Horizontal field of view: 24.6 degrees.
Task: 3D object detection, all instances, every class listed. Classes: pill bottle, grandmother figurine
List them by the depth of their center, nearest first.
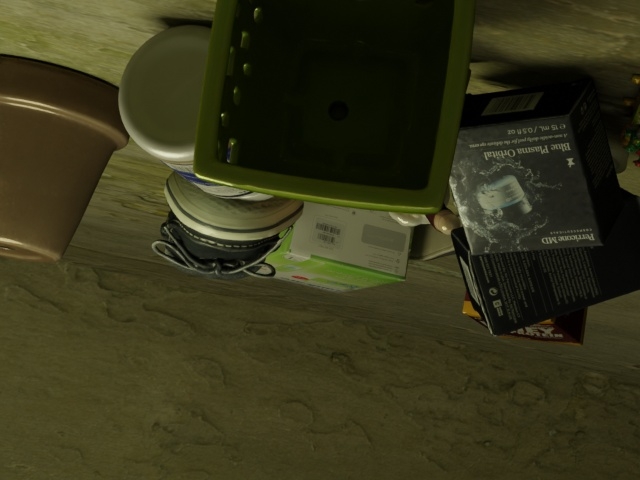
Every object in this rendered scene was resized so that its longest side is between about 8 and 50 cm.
[{"bbox_3d":[-0.115,-0.134,1.679,0.153,0.153,0.264,7,170,16],"label":"pill bottle"},{"bbox_3d":[0.104,-0.082,1.878,0.208,0.104,0.342,52,-173,13],"label":"grandmother figurine"}]

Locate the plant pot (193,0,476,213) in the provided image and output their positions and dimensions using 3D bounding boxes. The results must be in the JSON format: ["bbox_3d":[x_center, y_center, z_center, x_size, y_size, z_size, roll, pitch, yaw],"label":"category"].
[{"bbox_3d":[0.020,-0.138,1.364,0.228,0.227,0.207,9,176,5],"label":"plant pot"}]

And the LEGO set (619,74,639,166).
[{"bbox_3d":[0.373,-0.106,1.498,0.132,0.107,0.287,15,168,-28],"label":"LEGO set"}]

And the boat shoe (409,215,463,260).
[{"bbox_3d":[0.204,0.001,2.336,0.065,0.075,0.206,21,161,-35],"label":"boat shoe"}]

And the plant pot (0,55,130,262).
[{"bbox_3d":[-0.396,-0.098,1.937,0.263,0.229,0.263,11,169,2],"label":"plant pot"}]

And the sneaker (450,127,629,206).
[{"bbox_3d":[0.252,-0.087,1.751,0.118,0.110,0.292,5,173,-25],"label":"sneaker"}]

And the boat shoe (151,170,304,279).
[{"bbox_3d":[-0.131,-0.020,2.013,0.187,0.156,0.500,11,-176,-7],"label":"boat shoe"}]

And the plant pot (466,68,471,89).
[{"bbox_3d":[0.098,-0.166,1.526,0.081,0.081,0.083,4,154,31],"label":"plant pot"}]

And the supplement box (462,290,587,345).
[{"bbox_3d":[0.305,0.037,2.101,0.129,0.191,0.194,5,168,24],"label":"supplement box"}]

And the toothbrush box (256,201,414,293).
[{"bbox_3d":[0.000,0.000,2.392,0.206,0.122,0.283,14,170,-21],"label":"toothbrush box"}]

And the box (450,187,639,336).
[{"bbox_3d":[0.270,0.017,1.703,0.207,0.108,0.153,-17,-170,1],"label":"box"}]

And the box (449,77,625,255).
[{"bbox_3d":[0.224,-0.077,1.568,0.156,0.158,0.093,-5,-152,30],"label":"box"}]
